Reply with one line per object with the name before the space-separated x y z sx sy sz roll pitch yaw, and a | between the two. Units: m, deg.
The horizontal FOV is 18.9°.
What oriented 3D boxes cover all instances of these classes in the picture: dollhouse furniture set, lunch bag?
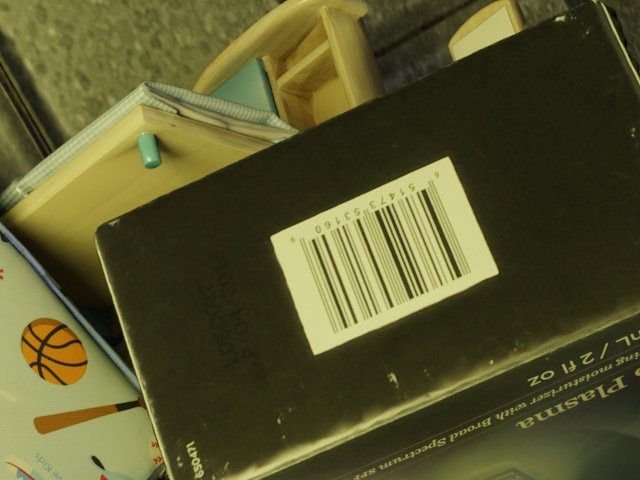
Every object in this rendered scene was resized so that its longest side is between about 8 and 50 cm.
dollhouse furniture set | -0.064 -0.089 1.133 0.303 0.286 0.198 12 52 -45
lunch bag | -0.219 0.095 0.956 0.303 0.115 0.243 47 39 1

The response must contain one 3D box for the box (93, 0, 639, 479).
box | 0.080 0.062 1.071 0.294 0.296 0.183 53 14 -61
